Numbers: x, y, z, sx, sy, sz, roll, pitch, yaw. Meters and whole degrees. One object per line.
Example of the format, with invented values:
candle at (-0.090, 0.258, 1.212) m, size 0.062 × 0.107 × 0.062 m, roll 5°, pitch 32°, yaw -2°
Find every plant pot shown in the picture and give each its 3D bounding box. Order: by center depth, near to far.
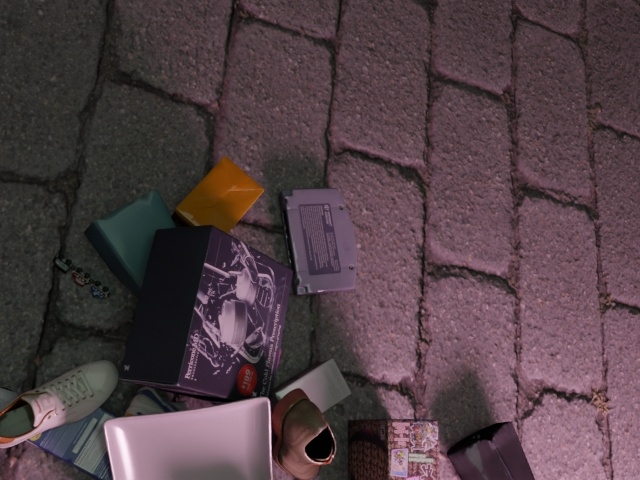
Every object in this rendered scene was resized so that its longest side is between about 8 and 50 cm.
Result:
plant pot at (-0.418, 0.029, 1.560) m, size 0.165 × 0.165 × 0.234 m, roll -34°, pitch 97°, yaw -27°

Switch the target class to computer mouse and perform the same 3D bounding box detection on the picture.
computer mouse at (-0.744, 0.327, 1.394) m, size 0.192 × 0.042 × 0.106 m, roll 17°, pitch 68°, yaw -18°

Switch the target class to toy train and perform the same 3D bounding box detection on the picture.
toy train at (-0.566, 0.089, 1.550) m, size 0.158 × 0.027 × 0.036 m, roll 38°, pitch 67°, yaw -8°

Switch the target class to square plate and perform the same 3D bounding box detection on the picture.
square plate at (-0.276, 0.503, 1.432) m, size 0.343 × 0.049 × 0.348 m, roll -5°, pitch 111°, yaw -12°

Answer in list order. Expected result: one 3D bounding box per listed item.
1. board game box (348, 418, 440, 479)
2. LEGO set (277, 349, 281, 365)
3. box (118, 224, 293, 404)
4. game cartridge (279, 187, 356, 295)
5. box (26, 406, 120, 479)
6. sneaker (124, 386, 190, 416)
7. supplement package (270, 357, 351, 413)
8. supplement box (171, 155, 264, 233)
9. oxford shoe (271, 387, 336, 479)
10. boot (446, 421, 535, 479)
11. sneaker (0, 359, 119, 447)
board game box at (0.176, 0.590, 1.606) m, size 0.141 × 0.232 × 0.291 m, roll 7°, pitch 72°, yaw -20°
LEGO set at (-0.180, 0.367, 1.599) m, size 0.093 × 0.087 × 0.227 m, roll 22°, pitch 69°, yaw -26°
box at (-0.241, 0.182, 1.475) m, size 0.312 × 0.178 × 0.344 m, roll 32°, pitch 61°, yaw -51°
game cartridge at (0.000, 0.000, 1.806) m, size 0.195 × 0.060 × 0.295 m, roll -4°, pitch 77°, yaw -21°
box at (-0.524, 0.435, 1.460) m, size 0.225 × 0.036 × 0.137 m, roll 34°, pitch 64°, yaw -11°
sneaker at (-0.309, 0.436, 1.512) m, size 0.296 × 0.111 × 0.131 m, roll 41°, pitch 31°, yaw -25°
supplement package at (-0.034, 0.388, 1.647) m, size 0.179 × 0.105 × 0.105 m, roll -27°, pitch 87°, yaw -28°
supplement box at (-0.270, -0.072, 1.630) m, size 0.129 × 0.194 × 0.191 m, roll 41°, pitch 63°, yaw -7°
oxford shoe at (-0.030, 0.482, 1.499) m, size 0.123 × 0.348 × 0.130 m, roll -39°, pitch 55°, yaw -23°
boot at (0.454, 0.751, 1.721) m, size 0.366 × 0.146 × 0.446 m, roll -19°, pitch 87°, yaw -37°
sneaker at (-0.558, 0.346, 1.388) m, size 0.290 × 0.123 × 0.106 m, roll -30°, pitch 84°, yaw -28°
